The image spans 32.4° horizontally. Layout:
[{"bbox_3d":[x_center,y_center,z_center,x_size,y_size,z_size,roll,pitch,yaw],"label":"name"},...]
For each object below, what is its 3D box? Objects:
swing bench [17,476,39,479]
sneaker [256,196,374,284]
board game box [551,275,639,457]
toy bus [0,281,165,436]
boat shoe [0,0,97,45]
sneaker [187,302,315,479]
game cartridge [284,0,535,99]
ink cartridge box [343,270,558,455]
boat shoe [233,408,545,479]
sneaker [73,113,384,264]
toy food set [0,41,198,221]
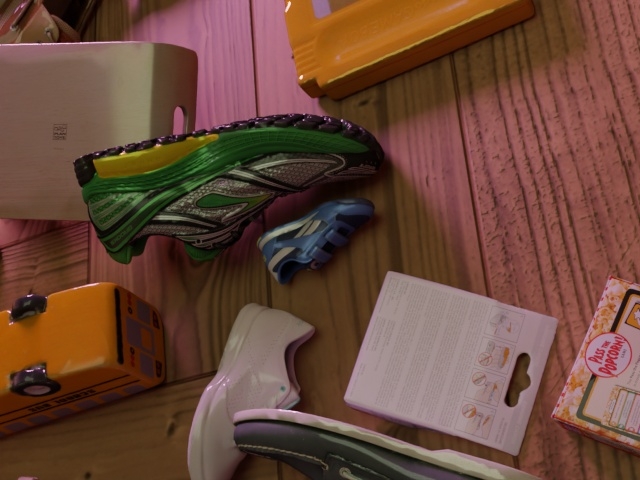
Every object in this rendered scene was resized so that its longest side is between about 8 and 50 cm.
[{"bbox_3d":[-0.122,0.326,0.993,0.253,0.255,0.165,0,68,29],"label":"swing bench"},{"bbox_3d":[0.000,0.000,1.205,0.144,0.053,0.059,-28,60,23],"label":"sneaker"},{"bbox_3d":[0.323,0.128,0.971,0.194,0.045,0.146,19,78,34],"label":"board game box"},{"bbox_3d":[-0.355,0.151,1.277,0.333,0.130,0.108,-20,61,20],"label":"toy bus"},{"bbox_3d":[-0.388,-0.279,1.504,0.120,0.122,0.324,9,73,28],"label":"boat shoe"},{"bbox_3d":[-0.068,0.171,1.152,0.094,0.080,0.212,13,73,20],"label":"sneaker"},{"bbox_3d":[0.082,-0.347,1.320,0.285,0.053,0.323,-21,58,19],"label":"game cartridge"},{"bbox_3d":[0.130,0.121,1.095,0.179,0.045,0.145,16,75,14],"label":"ink cartridge box"},{"bbox_3d":[0.050,0.230,1.027,0.320,0.116,0.099,10,76,23],"label":"boat shoe"},{"bbox_3d":[-0.095,-0.061,1.242,0.344,0.134,0.146,-11,99,9],"label":"sneaker"},{"bbox_3d":[-0.301,-0.129,1.376,0.306,0.092,0.219,2,85,18],"label":"toy food set"}]
